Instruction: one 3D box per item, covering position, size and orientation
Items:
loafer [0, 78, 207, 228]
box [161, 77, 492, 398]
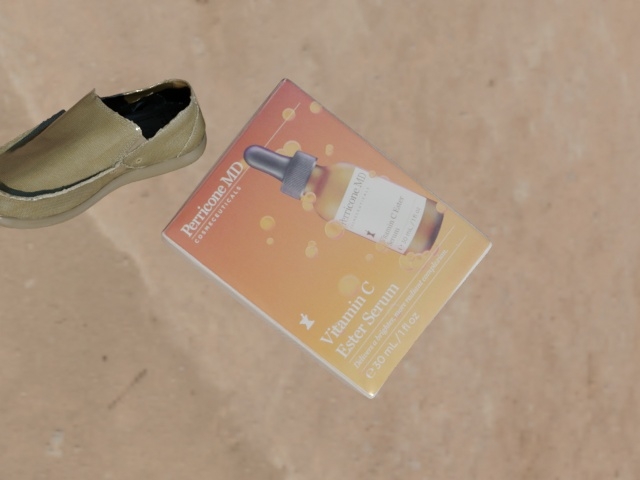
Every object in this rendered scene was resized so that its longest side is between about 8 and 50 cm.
[{"bbox_3d":[-0.125,-0.053,0.698,0.148,0.056,0.050,-28,145,-36],"label":"loafer"},{"bbox_3d":[0.000,0.000,0.847,0.170,0.091,0.130,38,84,-5],"label":"box"}]
